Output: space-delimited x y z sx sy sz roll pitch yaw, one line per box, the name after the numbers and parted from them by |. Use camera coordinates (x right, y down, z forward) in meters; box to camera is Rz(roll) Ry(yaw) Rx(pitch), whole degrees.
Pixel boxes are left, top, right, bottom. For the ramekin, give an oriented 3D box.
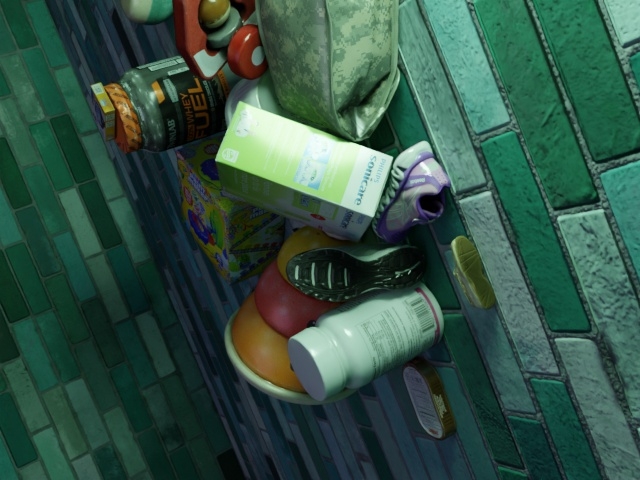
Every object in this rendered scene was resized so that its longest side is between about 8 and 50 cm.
-0.079 -0.262 1.405 0.109 0.207 0.207 -28 86 54 | ramekin

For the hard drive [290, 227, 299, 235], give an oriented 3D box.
-0.037 0.044 1.781 0.135 0.022 0.094 52 152 27 | hard drive

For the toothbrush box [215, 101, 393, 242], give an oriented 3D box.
-0.033 -0.115 1.250 0.283 0.122 0.206 19 167 -1 | toothbrush box

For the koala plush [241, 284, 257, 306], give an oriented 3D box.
-0.099 0.223 1.890 0.221 0.203 0.196 18 129 43 | koala plush

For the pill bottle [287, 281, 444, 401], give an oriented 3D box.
0.088 0.191 1.359 0.160 0.283 0.160 44 147 39 | pill bottle

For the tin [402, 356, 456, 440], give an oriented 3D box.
0.233 0.345 1.501 0.106 0.040 0.190 -1 111 67 | tin

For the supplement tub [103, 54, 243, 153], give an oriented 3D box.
-0.343 -0.340 1.681 0.207 0.337 0.207 44 148 38 | supplement tub

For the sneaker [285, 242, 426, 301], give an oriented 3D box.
0.062 0.054 1.325 0.108 0.271 0.100 -152 62 -67 | sneaker

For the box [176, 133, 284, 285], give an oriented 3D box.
-0.246 -0.089 1.899 0.290 0.177 0.279 48 148 33 | box

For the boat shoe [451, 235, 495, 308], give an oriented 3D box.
0.254 0.058 1.196 0.045 0.050 0.135 -17 96 59 | boat shoe

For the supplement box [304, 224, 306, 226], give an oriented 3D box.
0.000 0.000 1.655 0.062 0.036 0.099 19 128 57 | supplement box

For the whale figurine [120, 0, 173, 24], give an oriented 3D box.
-0.445 -0.713 1.844 0.216 0.141 0.272 16 101 58 | whale figurine

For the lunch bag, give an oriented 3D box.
0.013 -0.331 1.198 0.235 0.168 0.287 34 136 48 | lunch bag

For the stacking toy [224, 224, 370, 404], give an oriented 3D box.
-0.005 0.082 1.499 0.350 0.350 0.480 44 132 38 | stacking toy

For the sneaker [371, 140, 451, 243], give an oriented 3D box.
0.166 -0.060 1.227 0.104 0.095 0.236 46 148 22 | sneaker

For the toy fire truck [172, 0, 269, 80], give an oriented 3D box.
-0.161 -0.456 1.256 0.169 0.302 0.254 30 163 29 | toy fire truck

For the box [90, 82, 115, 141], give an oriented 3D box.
-0.506 -0.292 1.609 0.081 0.028 0.136 59 152 16 | box
